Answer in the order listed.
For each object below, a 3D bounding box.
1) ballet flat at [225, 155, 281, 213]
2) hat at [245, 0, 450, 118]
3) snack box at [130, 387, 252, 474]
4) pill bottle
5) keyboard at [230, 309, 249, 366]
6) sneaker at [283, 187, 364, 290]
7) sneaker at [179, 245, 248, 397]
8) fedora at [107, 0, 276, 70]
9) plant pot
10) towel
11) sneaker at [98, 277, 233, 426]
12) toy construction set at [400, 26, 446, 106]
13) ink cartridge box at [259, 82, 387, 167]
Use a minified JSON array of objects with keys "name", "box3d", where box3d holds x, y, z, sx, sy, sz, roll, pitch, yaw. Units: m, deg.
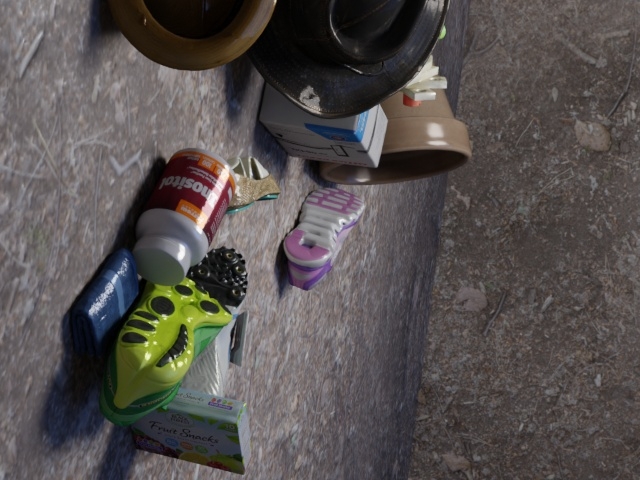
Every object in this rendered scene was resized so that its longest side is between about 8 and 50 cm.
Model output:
[{"name":"ballet flat","box3d":[-0.100,-0.078,1.622,0.206,0.073,0.067,-33,117,-77]},{"name":"hat","box3d":[0.060,-0.317,1.570,0.134,0.331,0.331,13,-86,61]},{"name":"snack box","box3d":[-0.154,0.219,1.441,0.037,0.141,0.100,-66,160,-44]},{"name":"pill bottle","box3d":[-0.156,-0.026,1.378,0.086,0.086,0.152,84,20,-48]},{"name":"keyboard","box3d":[-0.111,0.134,1.672,0.256,0.014,0.072,143,-40,-82]},{"name":"sneaker","box3d":[0.000,0.000,2.053,0.236,0.095,0.105,-56,159,-50]},{"name":"sneaker","box3d":[-0.149,0.120,1.557,0.086,0.085,0.237,134,-30,-65]},{"name":"fedora","box3d":[-0.136,-0.268,1.233,0.079,0.194,0.194,-165,-97,-66]},{"name":"plant pot","box3d":[0.116,-0.232,2.091,0.263,0.263,0.229,37,46,-75]},{"name":"towel","box3d":[-0.224,0.064,1.287,0.119,0.029,0.067,-63,157,-51]},{"name":"sneaker","box3d":[-0.186,0.117,1.381,0.123,0.109,0.295,-53,180,17]},{"name":"toy construction set","box3d":[0.169,-0.375,1.910,0.151,0.215,0.328,3,106,-38]},{"name":"ink cartridge box","box3d":[0.009,-0.178,1.815,0.203,0.148,0.086,44,56,-73]}]
